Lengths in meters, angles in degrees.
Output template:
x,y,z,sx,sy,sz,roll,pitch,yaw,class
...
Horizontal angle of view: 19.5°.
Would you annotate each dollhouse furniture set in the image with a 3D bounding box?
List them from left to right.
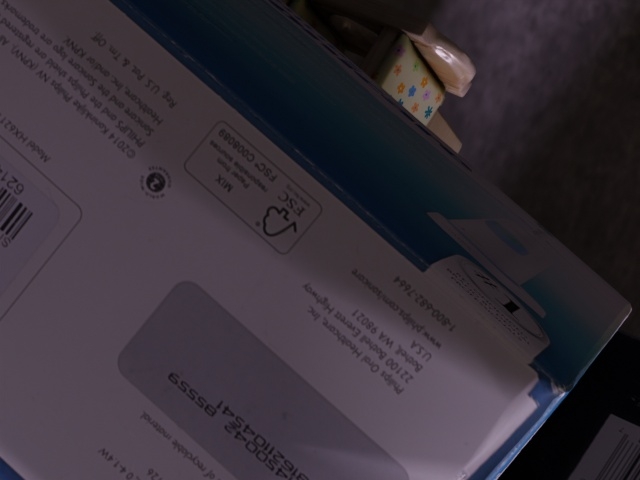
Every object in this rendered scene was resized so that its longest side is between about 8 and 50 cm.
x,y,z,sx,sy,sz,roll,pitch,yaw,class
0.000,0.000,0.854,0.182,0.101,0.161,-59,148,-9,dollhouse furniture set

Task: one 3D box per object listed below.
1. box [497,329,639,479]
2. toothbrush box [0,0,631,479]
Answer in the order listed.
x,y,z,sx,sy,sz,roll,pitch,yaw,class
0.222,0.229,1.112,0.179,0.343,0.312,-53,146,-20,box
-0.023,0.006,0.615,0.126,0.216,0.295,-50,173,11,toothbrush box
